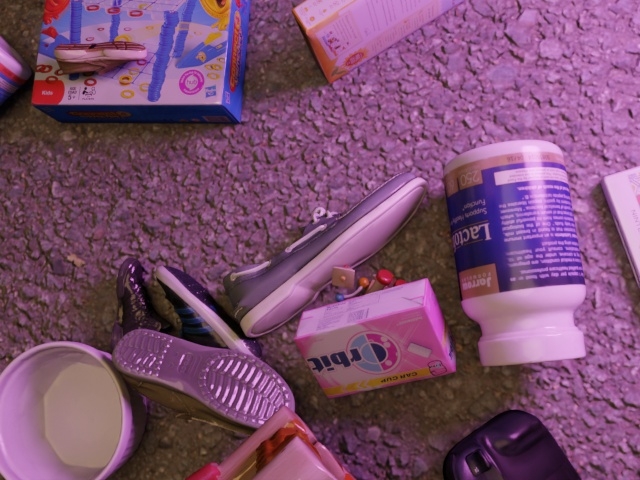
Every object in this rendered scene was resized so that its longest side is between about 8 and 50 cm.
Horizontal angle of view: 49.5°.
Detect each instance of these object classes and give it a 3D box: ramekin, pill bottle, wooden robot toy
[{"bbox_3d":[-0.344,0.245,0.972,0.207,0.109,0.207,-2,80,10],"label":"ramekin"},{"bbox_3d":[-0.578,-0.232,1.091,0.221,0.124,0.124,-44,76,1],"label":"pill bottle"},{"bbox_3d":[0.246,0.020,0.872,0.153,0.153,0.264,-8,79,10],"label":"pill bottle"},{"bbox_3d":[0.096,0.066,0.936,0.173,0.079,0.076,31,126,-3],"label":"wooden robot toy"}]

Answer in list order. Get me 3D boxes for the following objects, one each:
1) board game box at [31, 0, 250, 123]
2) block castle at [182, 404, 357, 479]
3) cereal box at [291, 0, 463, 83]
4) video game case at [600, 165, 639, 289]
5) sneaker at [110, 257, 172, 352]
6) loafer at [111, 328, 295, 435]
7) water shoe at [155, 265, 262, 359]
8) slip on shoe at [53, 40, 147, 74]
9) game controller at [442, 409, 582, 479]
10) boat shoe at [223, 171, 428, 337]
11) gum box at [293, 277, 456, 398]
[{"bbox_3d":[-0.267,-0.336,1.067,0.308,0.086,0.301,2,81,11],"label":"board game box"},{"bbox_3d":[0.036,0.389,0.643,0.213,0.303,0.453,-43,90,-8],"label":"block castle"},{"bbox_3d":[0.089,-0.325,0.952,0.240,0.173,0.047,-32,75,4],"label":"cereal box"},{"bbox_3d":[0.508,-0.019,0.893,0.227,0.026,0.206,-17,78,8],"label":"video game case"},{"bbox_3d":[-0.251,0.114,1.008,0.089,0.051,0.170,6,86,12],"label":"sneaker"},{"bbox_3d":[-0.152,0.193,0.921,0.251,0.087,0.094,21,51,10],"label":"loafer"},{"bbox_3d":[-0.176,0.120,0.979,0.203,0.073,0.080,42,95,15],"label":"water shoe"},{"bbox_3d":[-0.314,-0.260,0.999,0.135,0.051,0.041,-1,120,3],"label":"slip on shoe"},{"bbox_3d":[0.282,0.364,0.828,0.166,0.067,0.319,-21,73,-37],"label":"game controller"},{"bbox_3d":[0.000,0.000,0.944,0.319,0.116,0.099,-40,67,7],"label":"boat shoe"},{"bbox_3d":[0.066,0.130,0.892,0.188,0.062,0.107,-17,115,21],"label":"gum box"}]
